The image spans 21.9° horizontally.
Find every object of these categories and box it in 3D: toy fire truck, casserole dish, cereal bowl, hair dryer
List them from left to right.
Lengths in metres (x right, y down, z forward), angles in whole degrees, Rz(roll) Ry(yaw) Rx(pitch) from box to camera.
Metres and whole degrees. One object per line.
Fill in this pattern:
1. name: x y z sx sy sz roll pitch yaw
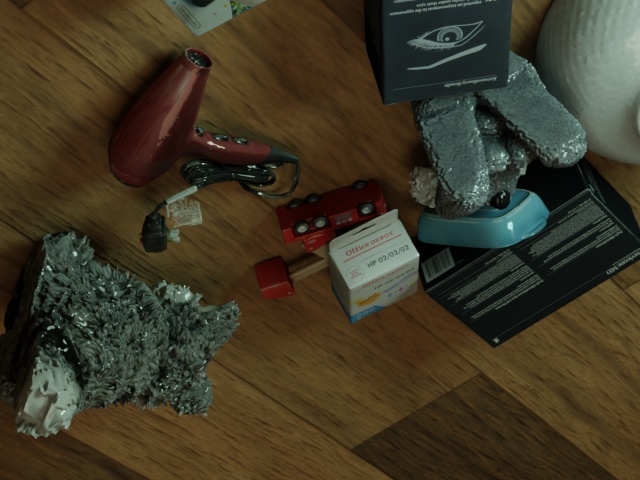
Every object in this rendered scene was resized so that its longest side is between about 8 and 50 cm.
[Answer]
1. hair dryer: -0.149 -0.123 1.998 0.223 0.080 0.293 -26 146 -11
2. toy fire truck: 0.000 0.000 2.175 0.192 0.047 0.135 -17 139 0
3. casserole dish: 0.204 -0.034 2.121 0.114 0.188 0.037 -36 118 -37
4. cereal bowl: 0.439 -0.210 2.004 0.339 0.141 0.339 -9 139 -8

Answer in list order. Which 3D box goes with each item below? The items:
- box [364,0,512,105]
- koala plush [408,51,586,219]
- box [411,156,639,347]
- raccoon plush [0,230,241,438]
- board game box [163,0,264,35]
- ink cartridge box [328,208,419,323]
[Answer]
1. box: 0.130 -0.269 1.863 0.153 0.108 0.207 -8 137 -7
2. koala plush: 0.198 -0.117 2.037 0.196 0.203 0.221 -26 160 -6
3. box: 0.281 0.010 2.229 0.261 0.103 0.184 -33 133 19
4. raccoon plush: -0.241 0.178 2.039 0.299 0.446 0.216 20 116 -17
5. board game box: -0.067 -0.367 1.668 0.303 0.097 0.224 -25 134 22
6. ink cartridge box: 0.070 0.036 2.168 0.104 0.061 0.181 -26 160 -7
